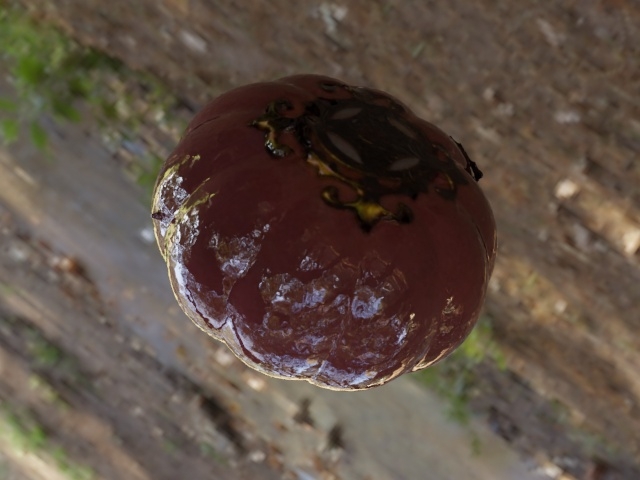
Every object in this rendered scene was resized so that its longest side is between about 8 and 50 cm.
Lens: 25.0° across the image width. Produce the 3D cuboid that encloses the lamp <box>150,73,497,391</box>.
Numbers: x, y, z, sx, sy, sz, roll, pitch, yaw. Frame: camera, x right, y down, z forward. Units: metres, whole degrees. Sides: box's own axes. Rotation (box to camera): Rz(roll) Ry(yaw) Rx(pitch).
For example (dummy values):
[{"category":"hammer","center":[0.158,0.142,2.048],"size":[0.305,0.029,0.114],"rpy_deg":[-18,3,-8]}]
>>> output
[{"category":"lamp","center":[0.000,0.000,0.740],"size":[0.182,0.182,0.140],"rpy_deg":[32,128,11]}]
